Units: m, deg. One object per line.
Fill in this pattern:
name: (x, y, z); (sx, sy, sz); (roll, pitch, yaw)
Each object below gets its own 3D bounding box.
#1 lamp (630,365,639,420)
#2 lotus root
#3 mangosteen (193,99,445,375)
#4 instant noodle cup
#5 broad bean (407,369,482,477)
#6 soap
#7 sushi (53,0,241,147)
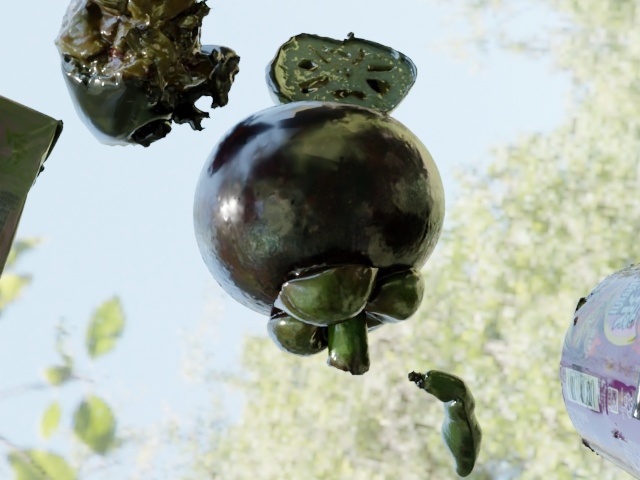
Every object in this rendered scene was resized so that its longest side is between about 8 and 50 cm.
lamp: (0.413, 0.140, 1.347); (0.172, 0.227, 0.147); (3, -83, -65)
lotus root: (0.022, -0.189, 1.914); (0.203, 0.183, 0.078); (-51, -24, -49)
mangosteen: (-0.005, -0.014, 1.726); (0.300, 0.300, 0.300); (-24, -62, -57)
instant noodle cup: (0.441, 0.155, 1.659); (0.339, 0.266, 0.340); (-1, -87, -21)
broad bean: (0.162, 0.212, 1.796); (0.046, 0.061, 0.195); (-86, -24, -46)
soap: (-0.382, -0.062, 1.473); (0.199, 0.138, 0.182); (24, -107, -19)
sushi: (-0.210, -0.240, 1.755); (0.204, 0.200, 0.213); (66, -161, -49)
